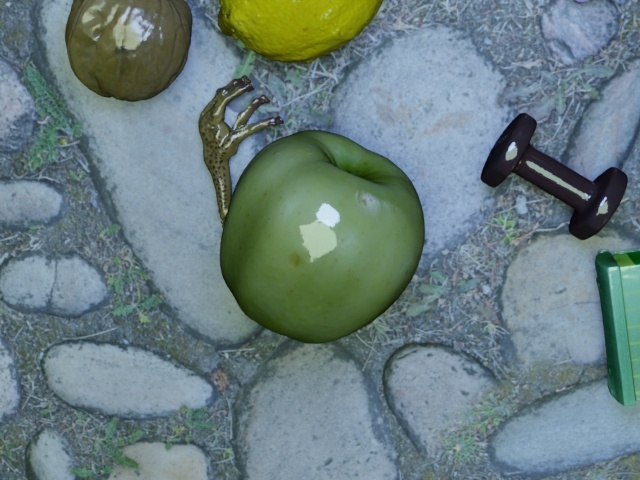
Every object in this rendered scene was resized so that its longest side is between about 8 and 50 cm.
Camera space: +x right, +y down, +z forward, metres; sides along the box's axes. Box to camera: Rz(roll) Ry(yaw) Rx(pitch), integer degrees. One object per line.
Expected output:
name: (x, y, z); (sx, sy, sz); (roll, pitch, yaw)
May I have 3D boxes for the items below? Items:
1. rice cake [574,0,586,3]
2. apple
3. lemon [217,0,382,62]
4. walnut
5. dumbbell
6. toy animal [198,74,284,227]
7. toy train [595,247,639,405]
rice cake: (0.309, -0.518, 1.527); (0.399, 0.064, 0.070); (35, 113, -2)
apple: (0.000, 0.000, 1.541); (0.357, 0.357, 0.357); (2, 103, 7)
lemon: (-0.033, -0.417, 1.500); (0.320, 0.245, 0.245); (-26, 99, 20)
walnut: (-0.330, -0.347, 1.577); (0.228, 0.228, 0.228); (2, 103, 7)
dumbbell: (0.396, -0.108, 1.571); (0.225, 0.140, 0.124); (31, 69, -2)
toy animal: (-0.164, -0.162, 1.671); (0.149, 0.054, 0.275); (21, 102, -1)
toy train: (0.595, 0.143, 1.613); (0.202, 0.120, 0.301); (-8, 101, 11)
